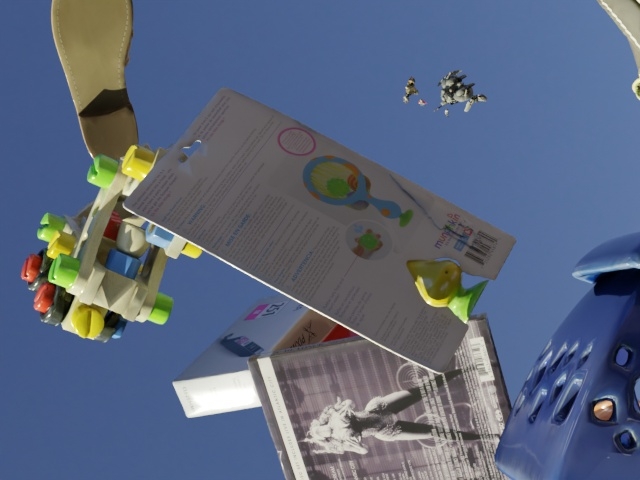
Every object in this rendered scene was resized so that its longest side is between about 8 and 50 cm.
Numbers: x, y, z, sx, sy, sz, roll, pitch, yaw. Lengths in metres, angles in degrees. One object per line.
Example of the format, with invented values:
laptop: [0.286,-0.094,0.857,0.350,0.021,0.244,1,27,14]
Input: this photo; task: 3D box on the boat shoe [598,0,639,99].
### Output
boat shoe: [0.390,-0.161,1.445,0.305,0.091,0.109,49,-156,4]

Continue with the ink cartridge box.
ink cartridge box: [-0.030,0.136,1.804,0.275,0.238,0.060,-44,-63,-58]

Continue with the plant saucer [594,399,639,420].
plant saucer: [0.406,0.315,1.962,0.037,0.200,0.200,43,-127,-19]

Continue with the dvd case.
dvd case: [0.061,0.159,1.208,0.018,0.221,0.165,-59,-45,-66]

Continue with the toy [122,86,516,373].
toy: [0.000,0.000,0.926,0.137,0.237,0.056,-55,-14,-39]

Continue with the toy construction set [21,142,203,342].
toy construction set: [-0.203,-0.013,1.367,0.151,0.328,0.215,24,-83,-9]

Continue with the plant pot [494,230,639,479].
plant pot: [0.283,0.114,1.017,0.236,0.236,0.212,114,173,-87]

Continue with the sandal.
sandal: [-0.247,-0.204,1.487,0.088,0.079,0.240,-9,-73,-13]

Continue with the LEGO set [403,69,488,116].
LEGO set: [0.121,-0.148,1.329,0.023,0.083,0.054,71,-165,-56]
